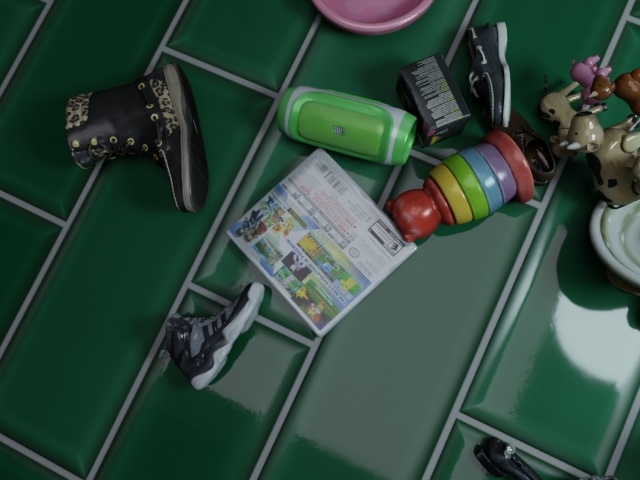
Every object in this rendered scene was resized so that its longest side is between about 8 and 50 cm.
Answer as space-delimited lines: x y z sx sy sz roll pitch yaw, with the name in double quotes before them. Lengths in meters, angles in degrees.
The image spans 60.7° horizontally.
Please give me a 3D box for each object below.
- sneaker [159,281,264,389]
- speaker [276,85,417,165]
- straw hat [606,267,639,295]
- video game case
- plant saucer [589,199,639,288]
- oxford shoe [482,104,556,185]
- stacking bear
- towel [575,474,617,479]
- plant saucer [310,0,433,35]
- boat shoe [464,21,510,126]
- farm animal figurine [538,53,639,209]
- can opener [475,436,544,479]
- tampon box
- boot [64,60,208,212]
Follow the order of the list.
"sneaker" -0.246 0.181 1.207 0.153 0.101 0.268 33 88 6
"speaker" 0.058 -0.259 1.226 0.297 0.131 0.131 17 83 14
"straw hat" 0.684 0.081 1.158 0.145 0.061 0.144 -15 37 12
"video game case" 0.000 0.000 1.249 0.300 0.036 0.329 -42 81 -2
"plant saucer" 0.756 -0.002 1.083 0.401 0.100 0.400 -15 38 12
"oxford shoe" 0.449 -0.231 1.215 0.083 0.096 0.227 -38 77 3
"stacking bear" 0.289 -0.101 1.184 0.289 0.164 0.175 -29 80 5
"towel" 0.474 0.604 1.053 0.284 0.121 0.234 -18 97 2
"plant saucer" 0.125 -0.637 1.311 0.332 0.084 0.331 -1 80 4
"boat shoe" 0.367 -0.365 1.210 0.091 0.114 0.302 -1 52 13
"farm animal figurine" 0.567 -0.205 1.113 0.172 0.330 0.326 -31 96 5
"can opener" 0.416 0.482 1.135 0.186 0.073 0.059 37 47 6
"tampon box" 0.249 -0.311 1.230 0.102 0.120 0.160 -22 80 1
"boot" -0.423 -0.217 1.266 0.284 0.138 0.377 -13 77 2
